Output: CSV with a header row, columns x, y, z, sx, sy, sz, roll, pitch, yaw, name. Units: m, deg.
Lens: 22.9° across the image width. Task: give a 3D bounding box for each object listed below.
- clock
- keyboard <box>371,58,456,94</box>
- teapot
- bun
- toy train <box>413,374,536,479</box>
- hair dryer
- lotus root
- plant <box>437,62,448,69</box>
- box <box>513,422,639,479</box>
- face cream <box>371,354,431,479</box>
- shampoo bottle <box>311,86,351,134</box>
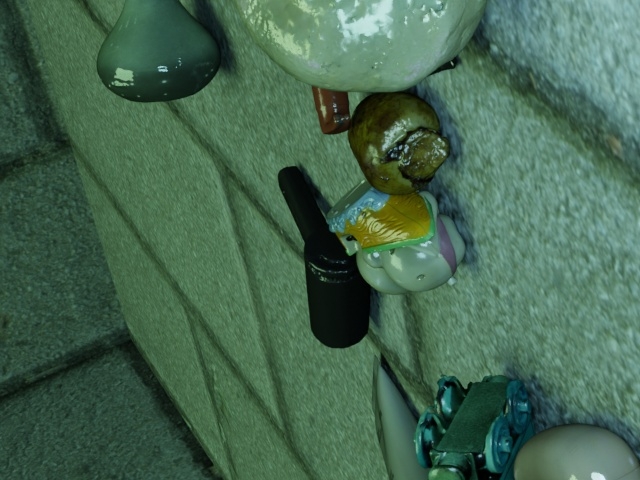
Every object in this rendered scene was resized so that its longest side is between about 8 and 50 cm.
x,y,z,sx,sy,sz,roll,pitch,yaw,name
0.087,-0.002,1.769,0.144,0.103,0.231,45,170,-7,clock
0.081,-0.205,1.657,0.087,0.017,0.250,68,165,-6,keyboard
-0.243,-0.333,2.290,0.183,0.183,0.251,-148,50,-64,teapot
0.039,-0.242,1.360,0.239,0.239,0.141,61,169,19,bun
0.172,0.233,1.707,0.107,0.198,0.154,-2,114,25,toy train
0.000,0.000,2.138,0.197,0.089,0.251,85,165,-55,hair dryer
0.071,-0.111,1.697,0.190,0.094,0.108,-142,66,-69,lotus root
0.085,-0.226,1.497,0.085,0.087,0.174,36,-161,-42,plant
0.264,0.255,1.580,0.146,0.088,0.200,66,164,1,box
0.130,0.312,2.152,0.143,0.089,0.314,86,166,-50,face cream
-0.002,-0.234,1.670,0.085,0.085,0.244,151,110,-74,shampoo bottle
